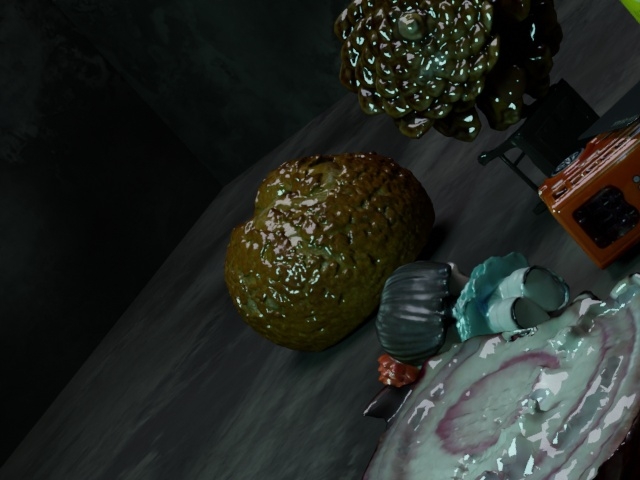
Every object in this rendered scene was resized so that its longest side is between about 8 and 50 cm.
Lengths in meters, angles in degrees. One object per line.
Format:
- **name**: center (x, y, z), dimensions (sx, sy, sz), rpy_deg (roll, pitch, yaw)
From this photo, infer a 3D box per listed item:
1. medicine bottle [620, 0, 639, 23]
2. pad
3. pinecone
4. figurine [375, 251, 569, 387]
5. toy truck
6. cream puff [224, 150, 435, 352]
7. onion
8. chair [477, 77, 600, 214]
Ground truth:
- **medicine bottle**: center (0.369, -0.227, 1.665), dimensions (0.213, 0.378, 0.213), rpy_deg (-41, 11, 9)
- **pad**: center (0.318, -0.143, 1.974), dimensions (0.112, 0.003, 0.157), rpy_deg (-43, 6, -11)
- **pinecone**: center (0.163, -0.229, 2.298), dimensions (0.264, 0.264, 0.264), rpy_deg (-41, 10, 9)
- **figurine**: center (0.144, 0.081, 2.038), dimensions (0.245, 0.110, 0.138), rpy_deg (-13, 48, 58)
- **toy truck**: center (0.342, -0.086, 1.957), dimensions (0.253, 0.107, 0.114), rpy_deg (-40, 7, 11)
- **cream puff**: center (0.000, 0.000, 2.604), dimensions (0.303, 0.212, 0.303), rpy_deg (-40, 15, 14)
- **onion**: center (0.156, 0.185, 1.492), dimensions (0.314, 0.146, 0.280), rpy_deg (-16, 40, 49)
- **chair**: center (0.301, -0.122, 2.277), dimensions (0.106, 0.113, 0.229), rpy_deg (-51, 10, -31)
